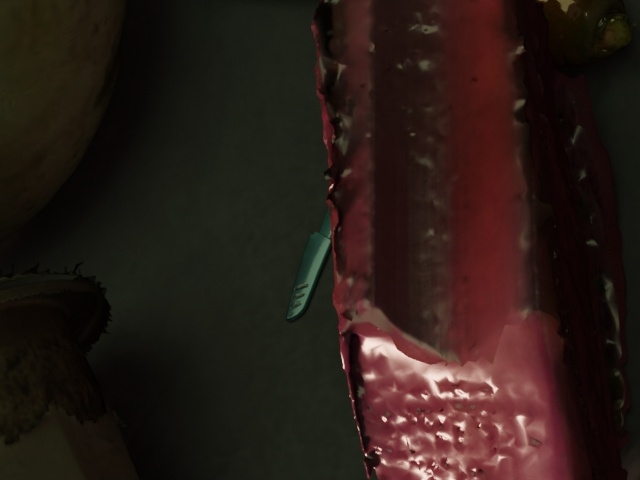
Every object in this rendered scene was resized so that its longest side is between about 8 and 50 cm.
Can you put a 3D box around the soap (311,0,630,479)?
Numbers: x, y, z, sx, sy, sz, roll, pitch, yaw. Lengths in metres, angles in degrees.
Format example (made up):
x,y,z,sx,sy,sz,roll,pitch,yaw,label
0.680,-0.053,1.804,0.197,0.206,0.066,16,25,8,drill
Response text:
x,y,z,sx,sy,sz,roll,pitch,yaw,label
0.072,0.036,0.848,0.112,0.182,0.289,-9,68,19,soap

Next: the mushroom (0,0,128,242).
x,y,z,sx,sy,sz,roll,pitch,yaw,label
-0.268,-0.133,0.986,0.352,0.260,0.352,-1,113,-2,mushroom

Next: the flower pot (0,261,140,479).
x,y,z,sx,sy,sz,roll,pitch,yaw,label
-0.168,0.183,0.888,0.290,0.290,0.259,-35,79,11,flower pot

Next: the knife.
x,y,z,sx,sy,sz,roll,pitch,yaw,label
0.000,0.000,0.982,0.014,0.005,0.091,18,85,25,knife

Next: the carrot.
x,y,z,sx,sy,sz,roll,pitch,yaw,label
0.042,-0.143,0.977,0.271,0.066,0.062,20,41,29,carrot
